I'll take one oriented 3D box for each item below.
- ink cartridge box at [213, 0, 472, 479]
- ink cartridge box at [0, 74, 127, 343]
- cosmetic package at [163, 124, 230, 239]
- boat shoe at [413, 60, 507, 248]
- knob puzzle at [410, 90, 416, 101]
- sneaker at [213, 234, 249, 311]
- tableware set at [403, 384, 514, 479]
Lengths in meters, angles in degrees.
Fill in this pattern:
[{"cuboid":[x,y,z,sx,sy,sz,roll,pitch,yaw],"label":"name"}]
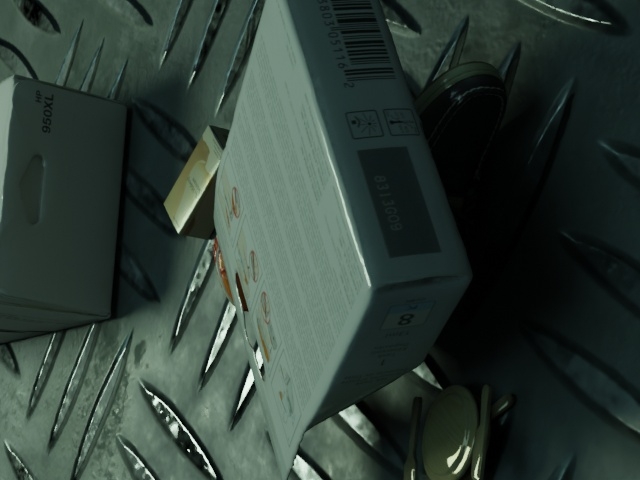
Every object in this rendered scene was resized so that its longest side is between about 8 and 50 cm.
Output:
[{"cuboid":[0.000,0.000,1.247,0.385,0.091,0.308,110,148,-57],"label":"ink cartridge box"},{"cuboid":[-0.424,-0.021,1.859,0.395,0.166,0.285,-14,70,52],"label":"ink cartridge box"},{"cuboid":[-0.124,-0.064,1.578,0.115,0.041,0.060,-58,41,24],"label":"cosmetic package"},{"cuboid":[0.092,-0.019,1.235,0.092,0.103,0.285,55,127,39],"label":"boat shoe"},{"cuboid":[0.030,-0.087,1.390,0.213,0.030,0.213,-20,64,49],"label":"knob puzzle"},{"cuboid":[-0.067,-0.014,1.472,0.067,0.064,0.175,0,83,43],"label":"sneaker"},{"cuboid":[0.114,0.218,1.186,0.128,0.039,0.194,-22,57,62],"label":"tableware set"}]
